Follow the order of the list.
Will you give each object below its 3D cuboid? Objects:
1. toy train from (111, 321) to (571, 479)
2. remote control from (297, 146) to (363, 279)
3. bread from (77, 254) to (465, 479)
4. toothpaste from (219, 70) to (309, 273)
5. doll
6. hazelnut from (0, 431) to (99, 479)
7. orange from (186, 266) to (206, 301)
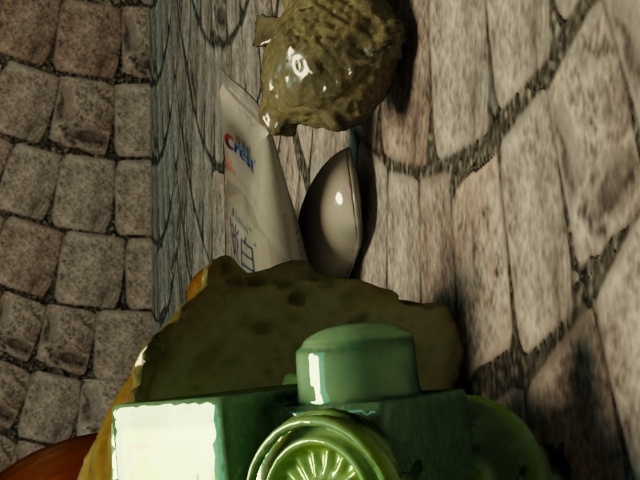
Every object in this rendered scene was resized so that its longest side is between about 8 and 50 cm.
[{"bbox_3d":[0.007,0.175,0.787,0.188,0.159,0.271,-7,86,39],"label":"toy train"},{"bbox_3d":[0.000,0.000,1.298,0.229,0.044,0.073,113,149,-66],"label":"remote control"},{"bbox_3d":[-0.035,0.128,1.025,0.252,0.239,0.196,132,137,-62],"label":"bread"},{"bbox_3d":[-0.033,0.034,1.272,0.100,0.066,0.323,-131,28,-57],"label":"toothpaste"},{"bbox_3d":[-0.001,-0.200,1.166,0.202,0.091,0.286,-51,41,21],"label":"doll"},{"bbox_3d":[-0.184,0.369,1.550,0.402,0.402,0.429,100,170,-47],"label":"hazelnut"},{"bbox_3d":[-0.105,0.065,1.817,0.085,0.085,0.085,179,90,-80],"label":"orange"}]
